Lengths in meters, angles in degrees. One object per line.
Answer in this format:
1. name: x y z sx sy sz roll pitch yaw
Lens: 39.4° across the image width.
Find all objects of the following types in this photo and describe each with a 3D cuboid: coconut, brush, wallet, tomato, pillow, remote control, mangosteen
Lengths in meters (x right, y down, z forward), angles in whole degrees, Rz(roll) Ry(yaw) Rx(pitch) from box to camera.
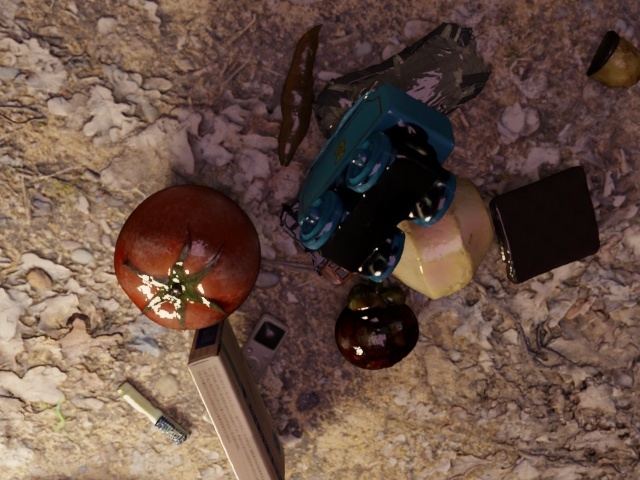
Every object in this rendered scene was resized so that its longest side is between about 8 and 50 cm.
1. coconut: 0.209 -0.008 1.668 0.236 0.237 0.197 -28 138 3
2. brush: -0.341 0.355 1.813 0.178 0.030 0.033 43 107 -12
3. wallet: 0.432 -0.028 1.717 0.229 0.049 0.182 -20 101 -25
4. tomato: -0.239 0.022 1.632 0.264 0.265 0.265 -1 104 -3
5. pillow: 0.150 -0.276 1.659 0.335 0.092 0.162 -27 98 4
6. remote control: -0.151 0.268 1.802 0.067 0.029 0.261 30 100 -11
7. mangosteen: 0.102 0.161 1.722 0.172 0.172 0.184 -24 123 2

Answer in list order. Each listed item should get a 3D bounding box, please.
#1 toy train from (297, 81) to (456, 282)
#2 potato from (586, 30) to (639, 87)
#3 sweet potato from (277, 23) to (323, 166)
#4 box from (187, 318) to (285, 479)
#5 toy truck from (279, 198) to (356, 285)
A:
1. toy train: 0.088 -0.094 1.544 0.188 0.265 0.300 26 124 -20
2. potato: 0.574 -0.333 1.688 0.103 0.066 0.096 20 105 -10
3. sweet potato: -0.040 -0.273 1.665 0.067 0.067 0.274 12 97 -6
4. box: -0.153 0.330 1.705 0.065 0.200 0.344 -19 107 4
5. toy truck: 0.000 0.000 1.722 0.092 0.083 0.192 -44 101 7
